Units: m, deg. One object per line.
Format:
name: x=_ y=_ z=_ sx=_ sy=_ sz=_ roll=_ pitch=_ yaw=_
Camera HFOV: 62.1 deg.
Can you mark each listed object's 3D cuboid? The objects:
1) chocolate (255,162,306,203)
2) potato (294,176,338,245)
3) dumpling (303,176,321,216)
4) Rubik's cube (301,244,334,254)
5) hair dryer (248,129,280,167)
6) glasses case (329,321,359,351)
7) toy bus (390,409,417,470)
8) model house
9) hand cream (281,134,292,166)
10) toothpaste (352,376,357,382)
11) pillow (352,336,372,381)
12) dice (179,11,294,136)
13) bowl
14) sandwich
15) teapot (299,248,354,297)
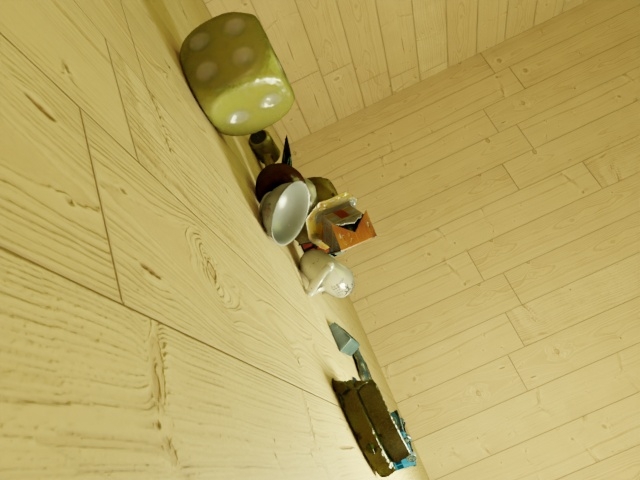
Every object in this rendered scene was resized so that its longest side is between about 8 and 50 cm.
chocolate: x=-0.119 y=-0.158 z=1.605 sx=0.177 sy=0.177 sz=0.176 roll=-25 pitch=90 yaw=-87
potato: x=-0.043 y=-0.127 z=1.983 sx=0.196 sy=0.246 sz=0.299 roll=50 pitch=4 yaw=-18
dumpling: x=-0.090 y=-0.167 z=1.800 sx=0.247 sy=0.142 sz=0.172 roll=29 pitch=36 yaw=-23
Rubik's cube: x=0.000 y=0.000 z=2.225 sx=0.160 sy=0.163 sz=0.162 roll=65 pitch=7 yaw=10
hair dryer: x=-0.195 y=-0.287 z=2.034 sx=0.135 sy=0.090 sz=0.278 roll=59 pitch=13 yaw=-62
glasses case: x=0.095 y=0.361 z=1.960 sx=0.266 sy=0.056 sz=0.105 roll=55 pitch=11 yaw=-71
toy bus: x=0.241 y=0.647 z=1.712 sx=0.090 sy=0.106 sz=0.184 roll=-100 pitch=170 yaw=-63
model house: x=0.076 y=-0.033 z=1.790 sx=0.136 sy=0.219 sz=0.207 roll=37 pitch=-42 yaw=41
hand cream: x=-0.134 y=-0.279 z=2.106 sx=0.270 sy=0.061 sz=0.120 roll=102 pitch=-17 yaw=-50
toothpaste: x=0.126 y=0.494 z=1.796 sx=0.027 sy=0.019 sz=0.083 roll=36 pitch=17 yaw=-27
pillow: x=0.180 y=0.534 z=2.186 sx=0.255 sy=0.034 sz=0.188 roll=-109 pitch=173 yaw=-59
dice: x=-0.220 y=-0.441 z=1.418 sx=0.238 sy=0.233 sz=0.227 roll=66 pitch=4 yaw=21
bowl: x=-0.115 y=-0.087 z=1.479 sx=0.086 sy=0.189 sz=0.189 roll=20 pitch=-18 yaw=24
sandwich: x=0.142 y=0.476 z=1.418 sx=0.292 sy=0.109 sz=0.212 roll=65 pitch=4 yaw=11
teapot: x=0.010 y=0.122 z=1.792 sx=0.208 sy=0.166 sz=0.300 roll=48 pitch=11 yaw=8
